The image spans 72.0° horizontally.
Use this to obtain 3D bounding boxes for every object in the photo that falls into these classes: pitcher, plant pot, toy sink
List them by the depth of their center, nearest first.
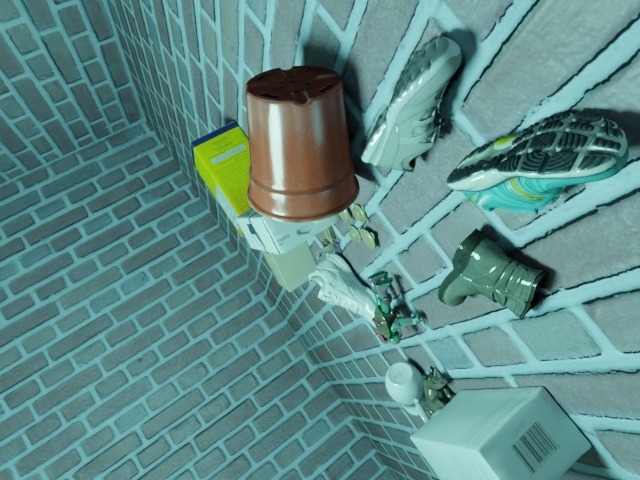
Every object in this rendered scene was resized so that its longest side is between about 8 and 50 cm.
[{"bbox_3d":[-0.047,-0.225,0.981,0.272,0.273,0.264,41,147,39],"label":"plant pot"},{"bbox_3d":[0.301,0.509,1.454,0.177,0.126,0.207,49,169,50],"label":"pitcher"},{"bbox_3d":[-0.131,0.058,1.754,0.131,0.153,0.234,26,145,57],"label":"toy sink"}]

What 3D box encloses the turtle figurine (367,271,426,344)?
[{"bbox_3d":[0.205,0.211,1.253,0.175,0.118,0.234,9,124,65],"label":"turtle figurine"}]

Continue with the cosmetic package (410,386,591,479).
[{"bbox_3d":[0.395,0.476,1.048,0.156,0.217,0.385,53,162,12],"label":"cosmetic package"}]

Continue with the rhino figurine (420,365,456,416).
[{"bbox_3d":[0.358,0.467,1.338,0.106,0.073,0.243,29,145,48],"label":"rhino figurine"}]

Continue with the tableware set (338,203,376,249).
[{"bbox_3d":[0.099,-0.046,1.234,0.169,0.020,0.141,22,139,61],"label":"tableware set"}]

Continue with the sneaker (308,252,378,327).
[{"bbox_3d":[0.085,0.186,1.434,0.305,0.152,0.114,46,156,24],"label":"sneaker"}]

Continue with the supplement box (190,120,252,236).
[{"bbox_3d":[-0.309,-0.228,1.667,0.356,0.195,0.194,56,161,6],"label":"supplement box"}]

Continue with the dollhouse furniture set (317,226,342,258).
[{"bbox_3d":[0.000,0.000,1.449,0.091,0.081,0.114,33,149,50],"label":"dollhouse furniture set"}]

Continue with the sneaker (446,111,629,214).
[{"bbox_3d":[0.296,-0.094,0.608,0.110,0.107,0.275,41,169,-13],"label":"sneaker"}]

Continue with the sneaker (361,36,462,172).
[{"bbox_3d":[0.168,-0.213,0.737,0.115,0.105,0.281,23,155,-4],"label":"sneaker"}]

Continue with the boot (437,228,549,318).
[{"bbox_3d":[0.322,0.099,0.841,0.161,0.083,0.246,40,157,26],"label":"boot"}]

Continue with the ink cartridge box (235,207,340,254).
[{"bbox_3d":[-0.113,-0.071,1.394,0.128,0.223,0.307,63,160,-14],"label":"ink cartridge box"}]
